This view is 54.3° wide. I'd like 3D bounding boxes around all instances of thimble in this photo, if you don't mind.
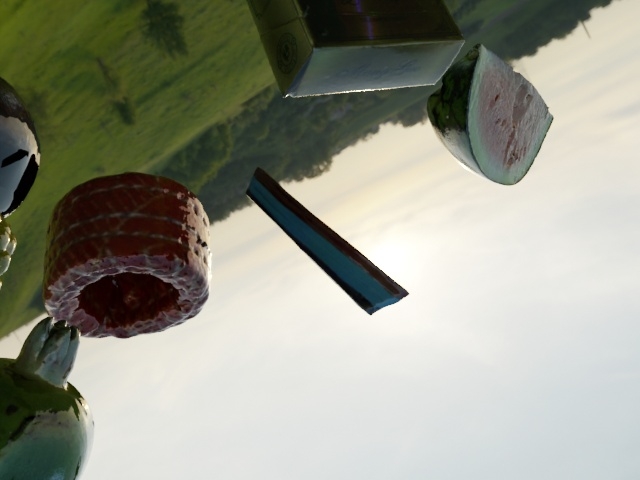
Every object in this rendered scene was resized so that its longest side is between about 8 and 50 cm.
[{"bbox_3d":[-0.384,0.039,1.268,0.350,0.230,0.350,-9,148,-6],"label":"thimble"}]

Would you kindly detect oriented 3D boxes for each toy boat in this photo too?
[{"bbox_3d":[0.000,0.000,1.160,0.079,0.392,0.136,-44,152,-5],"label":"toy boat"}]

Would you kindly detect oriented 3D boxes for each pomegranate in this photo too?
[{"bbox_3d":[-0.299,0.171,0.603,0.209,0.180,0.180,-68,-166,-7],"label":"pomegranate"}]

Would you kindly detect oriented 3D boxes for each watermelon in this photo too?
[{"bbox_3d":[0.131,-0.096,0.525,0.069,0.086,0.163,19,-179,40],"label":"watermelon"}]

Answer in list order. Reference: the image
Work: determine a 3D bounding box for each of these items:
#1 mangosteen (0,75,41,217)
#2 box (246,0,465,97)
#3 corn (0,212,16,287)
[{"bbox_3d":[-0.554,-0.161,0.853,0.307,0.346,0.307,-11,-173,1],"label":"mangosteen"},{"bbox_3d":[0.010,-0.249,0.574,0.159,0.240,0.071,-10,157,-26],"label":"box"},{"bbox_3d":[-0.363,-0.047,0.386,0.131,0.344,0.131,-21,-131,25],"label":"corn"}]
